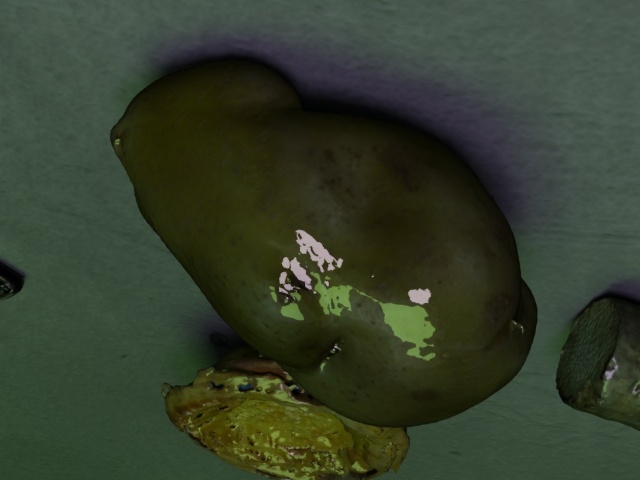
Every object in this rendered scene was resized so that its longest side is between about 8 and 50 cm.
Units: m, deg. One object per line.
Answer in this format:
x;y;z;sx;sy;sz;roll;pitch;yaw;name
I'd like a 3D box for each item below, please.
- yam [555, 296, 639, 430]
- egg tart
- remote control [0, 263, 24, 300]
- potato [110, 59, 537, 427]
0.317;0.125;0.912;0.194;0.107;0.107;19;147;-7;yam
-0.036;0.179;1.150;0.291;0.107;0.291;7;147;5;egg tart
-0.412;0.002;1.111;0.059;0.028;0.212;-18;134;43;remote control
0.002;-0.003;0.781;0.351;0.202;0.218;30;159;3;potato
